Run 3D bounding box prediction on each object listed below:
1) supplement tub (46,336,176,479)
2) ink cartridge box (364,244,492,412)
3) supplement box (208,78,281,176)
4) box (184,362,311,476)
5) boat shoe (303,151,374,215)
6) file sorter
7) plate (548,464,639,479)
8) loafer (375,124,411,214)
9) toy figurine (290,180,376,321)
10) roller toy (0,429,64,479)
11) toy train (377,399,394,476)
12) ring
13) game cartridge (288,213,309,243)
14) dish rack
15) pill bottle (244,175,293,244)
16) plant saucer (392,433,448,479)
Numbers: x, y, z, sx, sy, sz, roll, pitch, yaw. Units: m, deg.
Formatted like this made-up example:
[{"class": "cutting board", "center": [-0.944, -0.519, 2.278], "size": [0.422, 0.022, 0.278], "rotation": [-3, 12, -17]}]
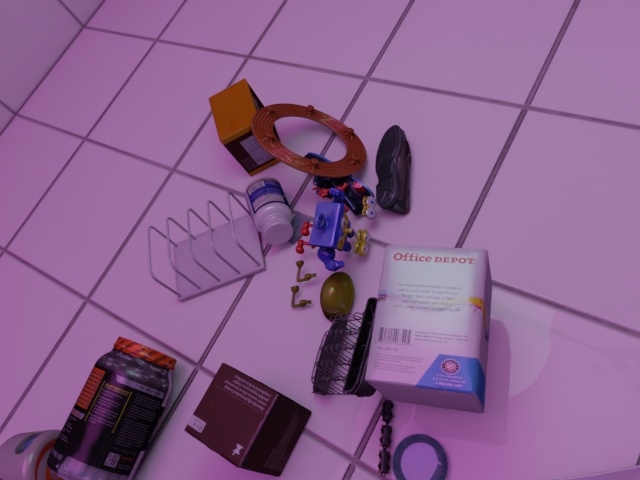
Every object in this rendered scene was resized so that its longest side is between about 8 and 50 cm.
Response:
[{"class": "supplement tub", "center": [-0.505, 0.428, 1.384], "size": [0.207, 0.207, 0.338], "rotation": [12, 69, 28]}, {"class": "ink cartridge box", "center": [0.223, 0.171, 1.082], "size": [0.198, 0.197, 0.270], "rotation": [2, 65, 22]}, {"class": "supplement box", "center": [-0.220, -0.339, 1.680], "size": [0.129, 0.194, 0.191], "rotation": [-26, 56, 9]}, {"class": "box", "center": [-0.155, 0.406, 1.248], "size": [0.168, 0.203, 0.167], "rotation": [21, 73, 30]}, {"class": "boat shoe", "center": [0.030, -0.160, 1.533], "size": [0.258, 0.109, 0.089], "rotation": [36, 84, 36]}, {"class": "file sorter", "center": [-0.325, 0.014, 1.550], "size": [0.277, 0.173, 0.193], "rotation": [-21, 57, 12]}, {"class": "plate", "center": [0.544, 0.540, 0.946], "size": [0.277, 0.045, 0.277], "rotation": [-18, 58, 14]}, {"class": "loafer", "center": [0.204, -0.188, 1.502], "size": [0.096, 0.084, 0.268], "rotation": [-27, 46, 46]}, {"class": "toy figurine", "center": [0.000, 0.000, 1.351], "size": [0.191, 0.217, 0.363], "rotation": [10, 80, 20]}, {"class": "roller toy", "center": [-0.711, 0.583, 1.397], "size": [0.146, 0.191, 0.210], "rotation": [-11, 59, 16]}, {"class": "toy train", "center": [0.141, 0.430, 1.209], "size": [0.027, 0.036, 0.158], "rotation": [7, 63, 2]}, {"class": "ring", "center": [-0.026, -0.291, 1.537], "size": [0.336, 0.032, 0.337], "rotation": [15, 40, -13]}, {"class": "game cartridge", "center": [-0.069, -0.032, 1.560], "size": [0.056, 0.017, 0.083], "rotation": [29, 78, 36]}, {"class": "dish rack", "center": [0.052, 0.250, 1.247], "size": [0.271, 0.074, 0.208], "rotation": [-22, 43, 56]}, {"class": "pill bottle", "center": [-0.140, -0.081, 1.546], "size": [0.112, 0.112, 0.187], "rotation": [-29, 49, 7]}, {"class": "plant saucer", "center": [0.211, 0.470, 1.166], "size": [0.119, 0.021, 0.119], "rotation": [-11, 60, 19]}]
